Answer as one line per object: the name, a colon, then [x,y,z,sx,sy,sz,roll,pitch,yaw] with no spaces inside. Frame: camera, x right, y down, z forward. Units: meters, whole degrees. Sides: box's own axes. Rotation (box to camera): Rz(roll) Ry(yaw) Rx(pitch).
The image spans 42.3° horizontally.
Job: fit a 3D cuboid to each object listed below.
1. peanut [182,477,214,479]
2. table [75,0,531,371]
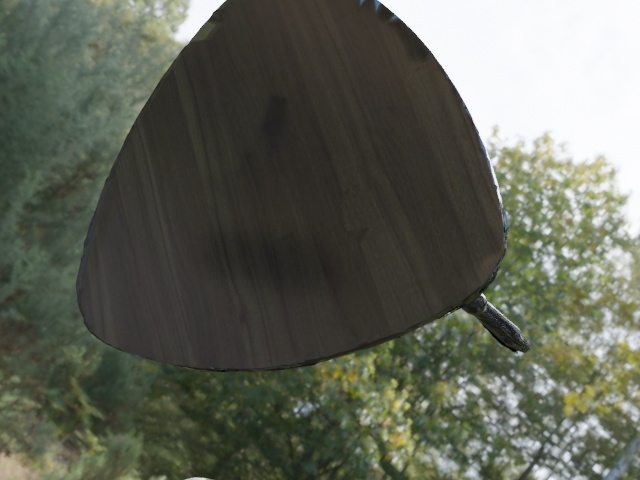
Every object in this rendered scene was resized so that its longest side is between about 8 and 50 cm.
peanut: [-0.223,0.402,1.002,0.149,0.313,0.149,54,4,-5]
table: [0.000,0.000,0.674,0.317,0.317,0.249,33,-1,31]
